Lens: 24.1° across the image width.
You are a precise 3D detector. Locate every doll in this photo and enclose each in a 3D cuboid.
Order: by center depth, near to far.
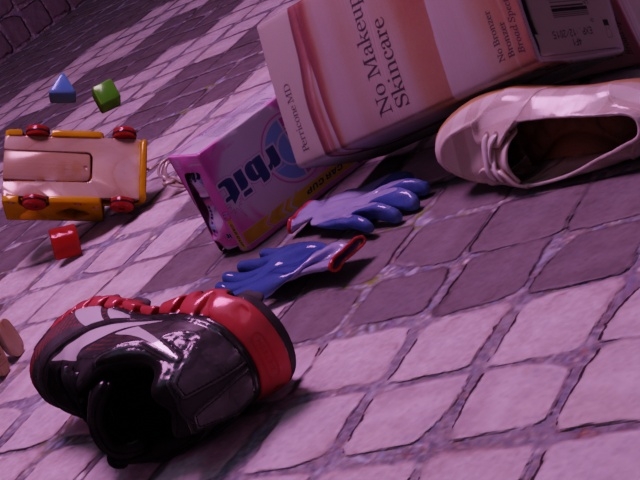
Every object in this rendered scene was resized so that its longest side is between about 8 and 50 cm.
[{"bbox_3d":[-0.388,0.136,1.467,0.189,0.046,0.129,-22,19,20],"label":"doll"}]

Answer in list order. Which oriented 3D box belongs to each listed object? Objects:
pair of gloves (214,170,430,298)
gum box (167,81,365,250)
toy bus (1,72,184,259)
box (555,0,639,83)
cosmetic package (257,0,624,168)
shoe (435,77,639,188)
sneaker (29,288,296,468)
[{"bbox_3d":[0.000,0.000,1.298,0.159,0.023,0.198,-12,24,46],"label":"pair of gloves"},{"bbox_3d":[-0.048,-0.081,1.442,0.188,0.107,0.062,-39,21,-27],"label":"gum box"},{"bbox_3d":[-0.275,-0.071,1.745,0.191,0.202,0.104,-43,-9,-17],"label":"toy bus"},{"bbox_3d":[0.210,-0.234,1.404,0.232,0.148,0.127,-10,26,46],"label":"box"},{"bbox_3d":[0.097,-0.179,1.316,0.129,0.153,0.296,-13,-7,-44],"label":"cosmetic package"},{"bbox_3d":[0.174,-0.084,1.177,0.219,0.076,0.058,-10,21,41],"label":"shoe"},{"bbox_3d":[-0.149,0.104,1.118,0.276,0.097,0.135,-7,26,45],"label":"sneaker"}]
